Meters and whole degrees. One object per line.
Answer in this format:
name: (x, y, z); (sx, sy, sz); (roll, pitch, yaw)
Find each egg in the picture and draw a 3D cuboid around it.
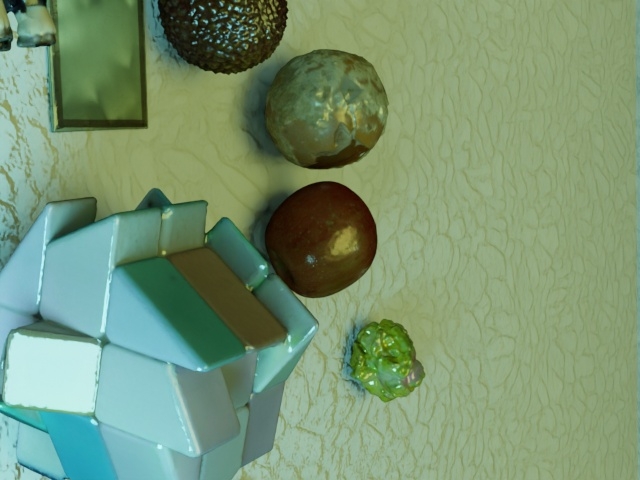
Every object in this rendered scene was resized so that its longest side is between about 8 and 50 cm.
egg: (0.012, -0.206, 1.695); (0.233, 0.195, 0.195); (-26, 114, -64)

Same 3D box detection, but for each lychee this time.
lychee: (-0.132, -0.322, 1.503); (0.194, 0.194, 0.194); (-7, 99, -54)

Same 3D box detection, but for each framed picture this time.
framed picture: (-0.292, -0.258, 1.420); (0.173, 0.010, 0.231); (-8, 100, -54)

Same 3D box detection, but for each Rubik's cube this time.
Rubik's cube: (-0.204, 0.126, 1.272); (0.358, 0.387, 0.368); (-17, 119, -62)

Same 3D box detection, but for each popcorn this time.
popcorn: (0.120, 0.214, 1.941); (0.145, 0.126, 0.126); (48, 35, -11)

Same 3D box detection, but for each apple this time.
apple: (0.000, 0.000, 1.716); (0.168, 0.181, 0.181); (-36, 124, -18)

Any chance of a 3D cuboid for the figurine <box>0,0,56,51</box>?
figurine: (-0.357, -0.391, 1.118); (0.306, 0.241, 0.412); (32, 63, -48)
